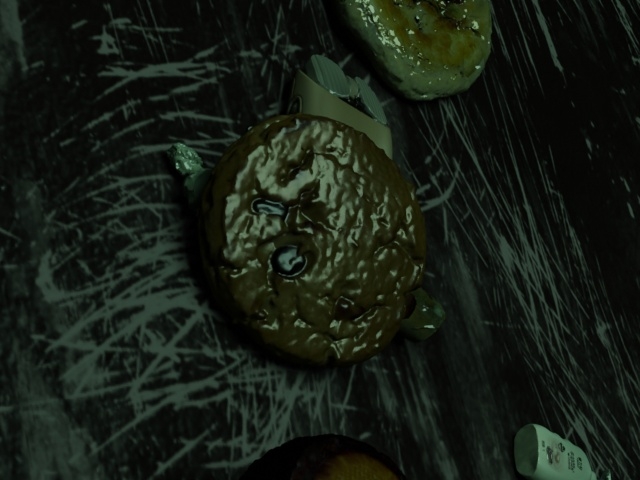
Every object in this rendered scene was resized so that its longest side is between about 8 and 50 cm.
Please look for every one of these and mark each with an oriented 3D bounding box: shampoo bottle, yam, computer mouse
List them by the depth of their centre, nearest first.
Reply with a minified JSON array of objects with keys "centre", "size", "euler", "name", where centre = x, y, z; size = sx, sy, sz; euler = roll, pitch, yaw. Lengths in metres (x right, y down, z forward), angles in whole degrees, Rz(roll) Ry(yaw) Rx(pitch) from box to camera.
[{"centre":[0.020,0.013,1.610],"size":[0.317,0.067,0.071],"euler":[40,39,-22],"name":"yam"},{"centre":[0.023,-0.122,1.698],"size":[0.145,0.082,0.237],"euler":[29,46,-30],"name":"computer mouse"},{"centre":[0.311,0.290,1.745],"size":[0.152,0.045,0.077],"euler":[30,44,-31],"name":"shampoo bottle"}]

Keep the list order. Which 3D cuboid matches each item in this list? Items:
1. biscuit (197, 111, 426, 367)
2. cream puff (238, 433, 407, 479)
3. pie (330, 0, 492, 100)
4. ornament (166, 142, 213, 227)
[{"centre":[0.000,0.000,1.518],"size":[0.296,0.075,0.296],"euler":[4,83,-30],"name":"biscuit"},{"centre":[-0.001,0.305,1.299],"size":[0.239,0.165,0.239],"euler":[28,46,-33],"name":"cream puff"},{"centre":[0.126,-0.351,1.974],"size":[0.339,0.077,0.339],"euler":[28,46,-33],"name":"pie"},{"centre":[-0.135,-0.061,1.517],"size":[0.068,0.041,0.092],"euler":[43,26,-48],"name":"ornament"}]
